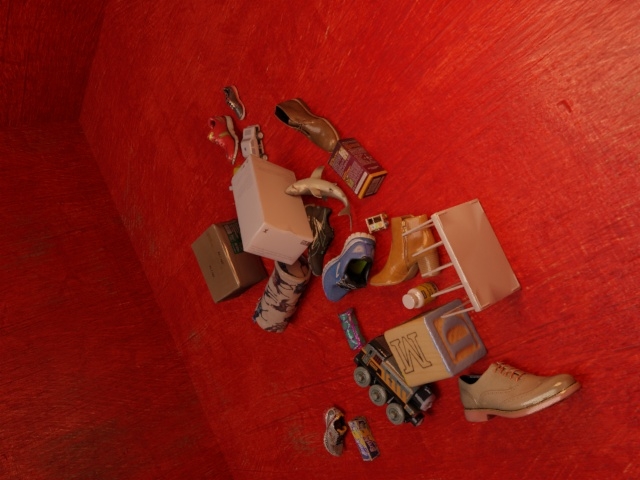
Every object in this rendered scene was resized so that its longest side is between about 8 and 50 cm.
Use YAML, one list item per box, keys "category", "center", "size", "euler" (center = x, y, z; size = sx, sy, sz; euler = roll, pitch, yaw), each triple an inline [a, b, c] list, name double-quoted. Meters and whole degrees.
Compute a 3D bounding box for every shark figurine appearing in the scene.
- category: "shark figurine"
  center: [0.030, -0.158, 1.943]
  size: [0.278, 0.166, 0.116]
  euler: [28, 153, 20]

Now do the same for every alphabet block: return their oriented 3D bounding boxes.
- category: "alphabet block"
  center: [0.352, 0.317, 1.644]
  size: [0.197, 0.193, 0.193]
  euler: [-36, 75, 49]

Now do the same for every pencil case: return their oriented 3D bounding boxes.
- category: "pencil case"
  center: [0.120, 0.338, 2.032]
  size: [0.070, 0.065, 0.151]
  euler: [142, 106, -76]
- category: "pencil case"
  center: [-0.167, 0.216, 2.254]
  size: [0.184, 0.160, 0.410]
  euler: [39, 133, 15]

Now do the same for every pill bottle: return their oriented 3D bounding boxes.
- category: "pill bottle"
  center: [0.315, 0.176, 1.688]
  size: [0.065, 0.116, 0.065]
  euler: [23, 122, 43]

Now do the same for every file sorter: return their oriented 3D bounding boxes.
- category: "file sorter"
  center: [0.386, 0.058, 1.498]
  size: [0.173, 0.193, 0.277]
  euler: [-34, 77, 53]

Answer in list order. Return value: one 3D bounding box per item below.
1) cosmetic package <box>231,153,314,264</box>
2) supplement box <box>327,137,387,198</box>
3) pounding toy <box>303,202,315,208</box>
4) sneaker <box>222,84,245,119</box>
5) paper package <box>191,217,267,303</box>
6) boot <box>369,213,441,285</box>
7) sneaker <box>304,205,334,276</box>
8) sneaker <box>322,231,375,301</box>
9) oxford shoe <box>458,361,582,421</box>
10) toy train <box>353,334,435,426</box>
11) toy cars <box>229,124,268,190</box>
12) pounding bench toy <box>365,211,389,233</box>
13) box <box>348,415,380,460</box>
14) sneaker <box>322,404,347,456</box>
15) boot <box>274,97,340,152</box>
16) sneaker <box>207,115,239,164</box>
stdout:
- category: "cosmetic package"
  center: [-0.183, -0.117, 1.958]
  size: [0.156, 0.217, 0.384]
  euler: [-47, 39, 31]
- category: "supplement box"
  center: [0.121, -0.244, 1.782]
  size: [0.188, 0.081, 0.104]
  euler: [51, 138, 24]
- category: "pounding toy"
  center: [-0.079, -0.068, 2.080]
  size: [0.130, 0.100, 0.141]
  euler: [7, 109, 50]
- category: "sneaker"
  center: [-0.374, -0.581, 2.259]
  size: [0.061, 0.065, 0.157]
  euler: [-31, 80, 51]
- category: "paper package"
  center: [-0.435, 0.097, 2.526]
  size: [0.309, 0.168, 0.324]
  euler: [-33, 78, 50]
- category: "boot"
  center: [0.256, 0.030, 1.730]
  size: [0.295, 0.104, 0.211]
  euler: [-19, 84, 47]
- category: "sneaker"
  center: [0.000, 0.000, 1.981]
  size: [0.101, 0.106, 0.267]
  euler: [-23, -71, -86]
- category: "sneaker"
  center: [0.093, 0.122, 1.886]
  size: [0.147, 0.130, 0.330]
  euler: [-88, 18, -44]
- category: "oxford shoe"
  center: [0.536, 0.415, 1.505]
  size: [0.397, 0.141, 0.146]
  euler: [-35, 70, 49]
- category: "toy train"
  center: [0.256, 0.493, 1.882]
  size: [0.334, 0.142, 0.190]
  euler: [44, 125, 30]
- category: "toy cars"
  center: [-0.322, -0.311, 2.287]
  size: [0.176, 0.087, 0.393]
  euler: [48, 136, 27]
- category: "pounding bench toy"
  center: [0.198, -0.063, 1.791]
  size: [0.065, 0.083, 0.052]
  euler: [-18, 93, 21]
- category: "box"
  center: [0.177, 0.802, 2.158]
  size: [0.059, 0.054, 0.168]
  euler: [-31, 81, 52]
- category: "sneaker"
  center: [0.066, 0.824, 2.274]
  size: [0.093, 0.088, 0.225]
  euler: [8, 111, 48]
- category: "boot"
  center: [-0.051, -0.403, 1.904]
  size: [0.305, 0.115, 0.112]
  euler: [44, 133, 29]
- category: "sneaker"
  center: [-0.427, -0.430, 2.296]
  size: [0.278, 0.119, 0.107]
  euler: [67, 148, 35]
